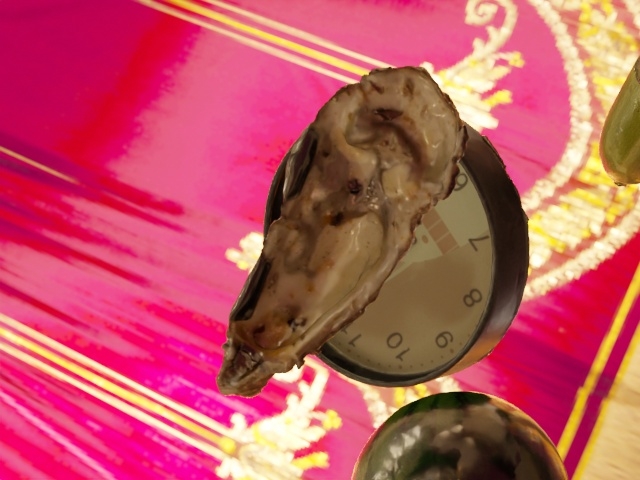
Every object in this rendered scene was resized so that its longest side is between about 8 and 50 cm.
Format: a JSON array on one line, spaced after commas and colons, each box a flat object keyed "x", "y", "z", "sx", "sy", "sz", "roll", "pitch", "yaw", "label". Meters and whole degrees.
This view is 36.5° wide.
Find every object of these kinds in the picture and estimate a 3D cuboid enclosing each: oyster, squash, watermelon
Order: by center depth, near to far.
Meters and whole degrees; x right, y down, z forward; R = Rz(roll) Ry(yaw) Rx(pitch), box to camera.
[{"x": 0.003, "y": 0.001, "z": 0.834, "sx": 0.345, "sy": 0.128, "sz": 0.078, "roll": -58, "pitch": 5, "yaw": 21, "label": "oyster"}, {"x": 0.144, "y": 0.279, "z": 1.016, "sx": 0.242, "sy": 0.242, "sz": 0.242, "roll": -54, "pitch": -22, "yaw": -34, "label": "watermelon"}, {"x": 0.444, "y": -0.149, "z": 1.309, "sx": 0.123, "sy": 0.123, "sz": 0.187, "roll": -49, "pitch": -18, "yaw": -43, "label": "squash"}]

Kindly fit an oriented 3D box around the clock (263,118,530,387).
[{"x": 0.086, "y": 0.007, "z": 1.277, "sx": 0.076, "sy": 0.386, "sz": 0.386, "roll": -13, "pitch": -55, "yaw": -52, "label": "clock"}]
